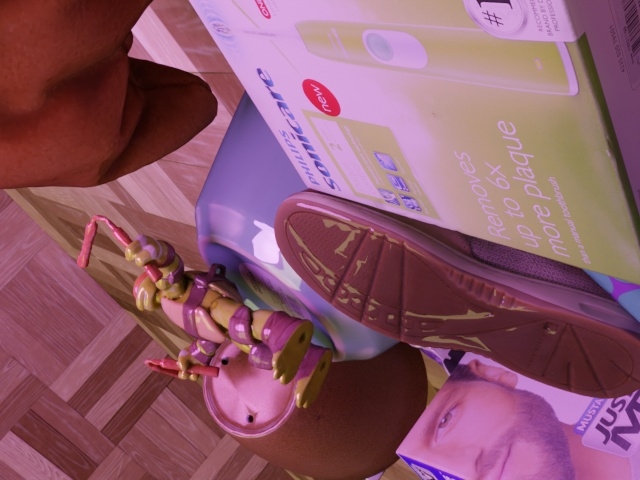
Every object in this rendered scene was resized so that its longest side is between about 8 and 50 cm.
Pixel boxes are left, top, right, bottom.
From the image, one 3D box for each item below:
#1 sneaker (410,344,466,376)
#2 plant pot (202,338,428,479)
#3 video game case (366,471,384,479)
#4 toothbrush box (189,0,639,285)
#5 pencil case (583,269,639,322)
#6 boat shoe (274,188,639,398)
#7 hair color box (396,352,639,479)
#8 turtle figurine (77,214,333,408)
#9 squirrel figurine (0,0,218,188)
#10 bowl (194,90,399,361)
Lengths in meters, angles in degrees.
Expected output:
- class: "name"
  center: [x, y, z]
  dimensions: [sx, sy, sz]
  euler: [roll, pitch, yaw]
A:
- class: "sneaker"
  center: [0.164, 0.128, 0.968]
  dimensions: [0.170, 0.068, 0.071]
  euler: [38, 178, 32]
- class: "plant pot"
  center: [-0.023, 0.168, 0.989]
  dimensions: [0.237, 0.237, 0.254]
  euler: [30, -179, 27]
- class: "video game case"
  center: [-0.006, 0.312, 1.554]
  dimensions: [0.329, 0.036, 0.300]
  euler: [37, -179, 12]
- class: "toothbrush box"
  center: [0.073, -0.113, 0.492]
  dimensions: [0.283, 0.122, 0.206]
  euler: [22, 154, 45]
- class: "pencil case"
  center: [0.214, 0.005, 0.573]
  dimensions: [0.151, 0.070, 0.064]
  euler: [40, -164, -8]
- class: "boat shoe"
  center: [0.113, 0.022, 0.657]
  dimensions: [0.302, 0.098, 0.109]
  euler: [20, 136, 7]
- class: "hair color box"
  center: [0.237, 0.178, 0.730]
  dimensions: [0.110, 0.185, 0.338]
  euler: [47, 159, -19]
- class: "turtle figurine"
  center: [-0.096, 0.077, 0.783]
  dimensions: [0.217, 0.087, 0.270]
  euler: [22, 146, 25]
- class: "squirrel figurine"
  center: [-0.238, -0.185, 0.529]
  dimensions: [0.281, 0.397, 0.370]
  euler: [49, 148, 4]
- class: "bowl"
  center: [0.000, 0.000, 0.814]
  dimensions: [0.311, 0.163, 0.312]
  euler: [34, 159, 15]
